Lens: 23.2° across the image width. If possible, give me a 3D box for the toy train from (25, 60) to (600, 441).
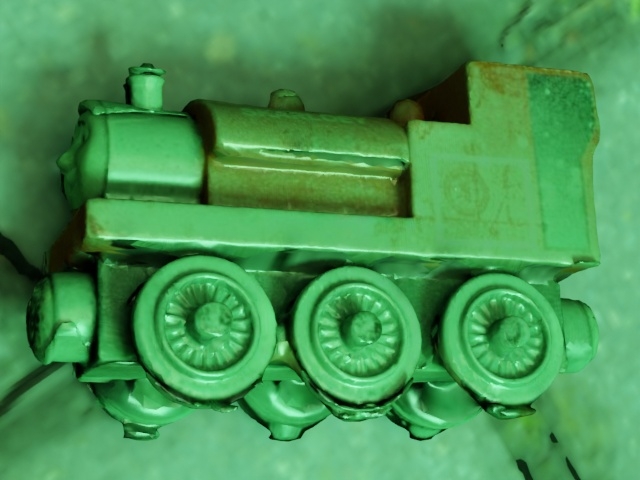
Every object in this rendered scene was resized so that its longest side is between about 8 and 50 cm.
[{"bbox_3d":[0.000,0.000,0.471,0.175,0.074,0.118,4,73,-20],"label":"toy train"}]
